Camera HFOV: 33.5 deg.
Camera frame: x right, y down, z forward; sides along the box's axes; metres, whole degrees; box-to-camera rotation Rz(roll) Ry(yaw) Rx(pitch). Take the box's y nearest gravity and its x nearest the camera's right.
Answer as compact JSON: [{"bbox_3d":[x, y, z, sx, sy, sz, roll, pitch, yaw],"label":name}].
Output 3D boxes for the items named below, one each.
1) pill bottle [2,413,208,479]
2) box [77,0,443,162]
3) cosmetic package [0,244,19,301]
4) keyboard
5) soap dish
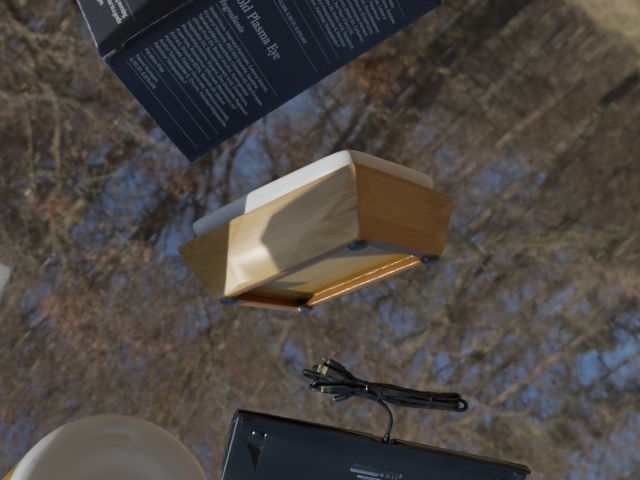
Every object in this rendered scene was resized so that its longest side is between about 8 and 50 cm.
[{"bbox_3d":[-0.178,0.218,0.753,0.136,0.245,0.136,12,-118,-23],"label":"pill bottle"},{"bbox_3d":[-0.096,-0.314,1.117,0.179,0.312,0.343,52,-172,-50],"label":"box"},{"bbox_3d":[-0.552,0.038,1.201,0.365,0.197,0.155,21,-179,-15],"label":"cosmetic package"},{"bbox_3d":[0.062,0.220,1.106,0.317,0.202,0.033,12,-156,-7],"label":"keyboard"},{"bbox_3d":[0.000,0.000,1.367,0.229,0.290,0.118,13,-121,-52],"label":"soap dish"}]
